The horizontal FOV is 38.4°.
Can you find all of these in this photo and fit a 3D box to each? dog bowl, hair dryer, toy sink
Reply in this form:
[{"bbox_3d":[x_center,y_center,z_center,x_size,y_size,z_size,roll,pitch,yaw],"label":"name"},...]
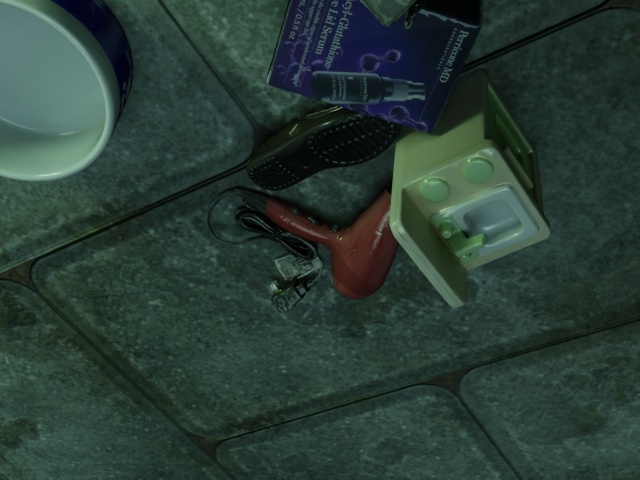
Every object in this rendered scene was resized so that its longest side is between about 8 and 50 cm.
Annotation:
[{"bbox_3d":[-0.370,-0.206,1.129,0.265,0.104,0.265,4,131,5],"label":"dog bowl"},{"bbox_3d":[0.000,0.000,1.273,0.294,0.080,0.223,-21,125,25],"label":"hair dryer"},{"bbox_3d":[0.180,-0.064,1.084,0.131,0.234,0.153,-24,123,27],"label":"toy sink"}]

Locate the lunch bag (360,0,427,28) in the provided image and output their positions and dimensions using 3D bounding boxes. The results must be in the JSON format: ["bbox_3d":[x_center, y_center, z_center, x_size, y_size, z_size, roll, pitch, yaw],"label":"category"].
[{"bbox_3d":[0.040,-0.370,0.826,0.305,0.212,0.256,39,124,-12],"label":"lunch bag"}]

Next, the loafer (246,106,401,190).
[{"bbox_3d":[0.000,-0.135,1.149,0.220,0.078,0.080,-17,137,29],"label":"loafer"}]

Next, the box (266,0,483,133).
[{"bbox_3d":[0.060,-0.234,1.035,0.207,0.108,0.153,15,131,-5],"label":"box"}]
